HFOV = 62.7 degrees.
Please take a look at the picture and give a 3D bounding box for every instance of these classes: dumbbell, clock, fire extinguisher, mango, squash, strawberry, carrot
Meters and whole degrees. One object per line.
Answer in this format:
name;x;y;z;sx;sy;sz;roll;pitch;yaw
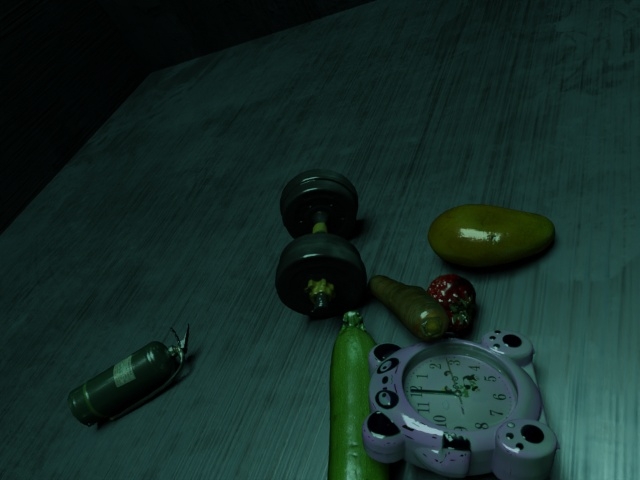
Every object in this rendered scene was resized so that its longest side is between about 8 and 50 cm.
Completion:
dumbbell;0.000;0.000;1.112;0.185;0.185;0.388;-19;39;17
clock;0.187;0.228;0.747;0.247;0.090;0.228;0;33;10
fire extinguisher;-0.398;0.293;1.150;0.294;0.093;0.118;-31;64;1
mango;0.312;-0.010;0.976;0.227;0.099;0.136;-1;41;23
squash;0.061;0.268;0.845;0.101;0.101;0.379;-19;38;18
strawberry;0.219;0.107;0.911;0.106;0.106;0.106;-19;40;17
carrot;0.142;0.102;0.914;0.070;0.070;0.342;-35;11;-3
